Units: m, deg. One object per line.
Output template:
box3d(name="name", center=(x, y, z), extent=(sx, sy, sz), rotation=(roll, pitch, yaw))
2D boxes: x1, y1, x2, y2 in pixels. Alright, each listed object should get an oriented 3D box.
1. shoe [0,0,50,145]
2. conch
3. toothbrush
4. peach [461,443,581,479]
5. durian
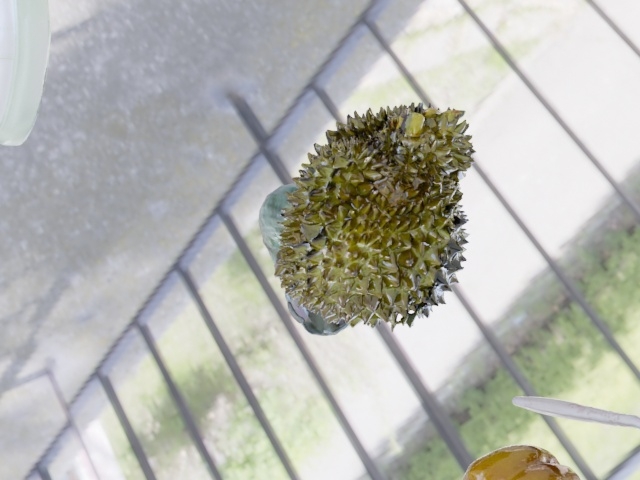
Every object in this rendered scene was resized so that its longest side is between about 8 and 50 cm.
box3d(name="shoe", center=(-0.371, -0.276, 1.322), extent=(0.160, 0.363, 0.132), rotation=(-3, 177, -27))
box3d(name="conch", center=(0.000, 0.000, 2.031), extent=(0.195, 0.220, 0.277), rotation=(26, 86, -42))
box3d(name="toothbrush", center=(0.311, 0.184, 1.377), extent=(0.025, 0.307, 0.029), rotation=(12, 85, -35))
box3d(name="peach", center=(0.215, 0.283, 1.398), extent=(0.138, 0.138, 0.138), rotation=(-21, 144, -16))
box3d(name="durian", center=(0.070, -0.034, 1.575), extent=(0.258, 0.258, 0.293), rotation=(19, 90, -49))
